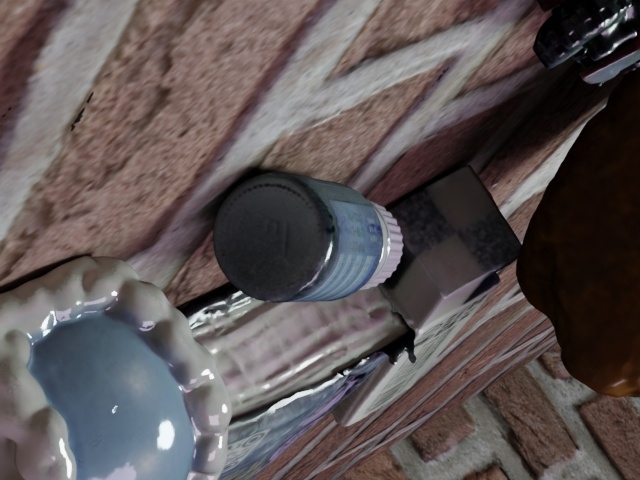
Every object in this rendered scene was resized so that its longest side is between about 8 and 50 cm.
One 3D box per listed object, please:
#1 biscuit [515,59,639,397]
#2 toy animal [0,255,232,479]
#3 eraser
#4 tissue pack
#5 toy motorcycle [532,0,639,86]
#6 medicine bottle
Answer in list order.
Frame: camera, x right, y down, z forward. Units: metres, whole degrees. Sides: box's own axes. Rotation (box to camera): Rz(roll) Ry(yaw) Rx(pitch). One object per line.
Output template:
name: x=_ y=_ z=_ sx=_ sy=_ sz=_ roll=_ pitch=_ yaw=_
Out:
biscuit: x=0.328 y=-0.076 z=1.394 sx=0.395 sy=0.166 sz=0.343 roll=-58 pitch=164 yaw=16
toy animal: x=-0.165 y=0.126 z=1.033 sx=0.204 sy=0.156 sz=0.208 roll=-29 pitch=164 yaw=-43
eraser: x=0.072 y=0.063 z=1.589 sx=0.098 sy=0.096 sz=0.404 roll=-29 pitch=167 yaw=-20
tissue pack: x=-0.112 y=0.160 z=1.426 sx=0.259 sy=0.122 sz=0.361 roll=-24 pitch=166 yaw=-36
toy motorcycle: x=0.199 y=-0.155 z=1.109 sx=0.122 sy=0.082 sz=0.213 roll=-27 pitch=180 yaw=16
medicine bottle: x=0.000 y=0.000 z=1.157 sx=0.083 sy=0.083 sz=0.203 roll=-38 pitch=167 yaw=15
